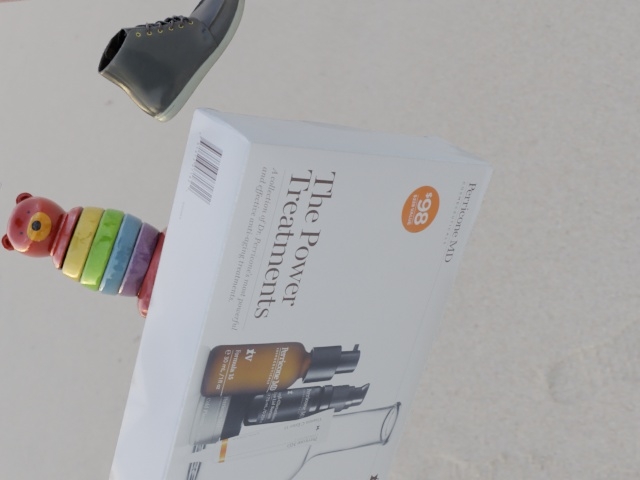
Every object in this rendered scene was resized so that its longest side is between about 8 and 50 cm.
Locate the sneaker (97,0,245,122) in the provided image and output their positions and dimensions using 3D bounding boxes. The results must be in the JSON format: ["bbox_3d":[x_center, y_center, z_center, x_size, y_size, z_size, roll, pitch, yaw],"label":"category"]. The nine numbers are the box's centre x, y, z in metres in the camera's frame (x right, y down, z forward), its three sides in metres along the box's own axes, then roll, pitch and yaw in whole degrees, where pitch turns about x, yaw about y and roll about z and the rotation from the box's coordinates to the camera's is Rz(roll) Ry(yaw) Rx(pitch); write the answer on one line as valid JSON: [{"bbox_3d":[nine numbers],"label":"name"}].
[{"bbox_3d":[-0.193,-0.278,1.230,0.083,0.118,0.222,16,73,54],"label":"sneaker"}]

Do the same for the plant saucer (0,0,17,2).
[{"bbox_3d":[-0.310,-0.369,0.975,0.048,0.259,0.258,35,129,33],"label":"plant saucer"}]

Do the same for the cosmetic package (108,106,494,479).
[{"bbox_3d":[-0.017,0.079,0.873,0.097,0.285,0.377,35,116,44],"label":"cosmetic package"}]

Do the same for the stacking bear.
[{"bbox_3d":[-0.410,0.008,1.641,0.164,0.289,0.175,-167,97,-78],"label":"stacking bear"}]
